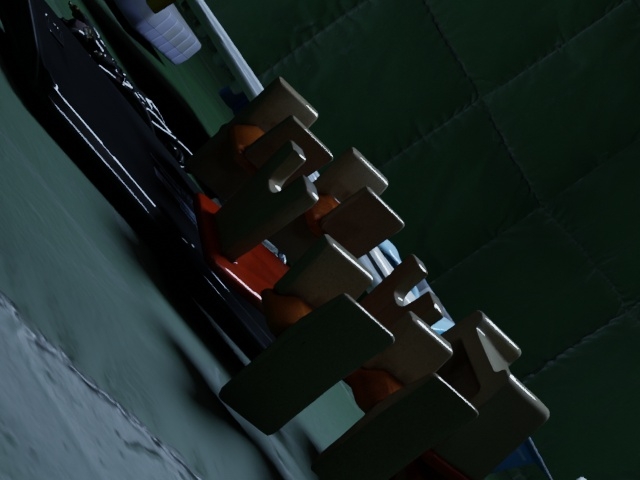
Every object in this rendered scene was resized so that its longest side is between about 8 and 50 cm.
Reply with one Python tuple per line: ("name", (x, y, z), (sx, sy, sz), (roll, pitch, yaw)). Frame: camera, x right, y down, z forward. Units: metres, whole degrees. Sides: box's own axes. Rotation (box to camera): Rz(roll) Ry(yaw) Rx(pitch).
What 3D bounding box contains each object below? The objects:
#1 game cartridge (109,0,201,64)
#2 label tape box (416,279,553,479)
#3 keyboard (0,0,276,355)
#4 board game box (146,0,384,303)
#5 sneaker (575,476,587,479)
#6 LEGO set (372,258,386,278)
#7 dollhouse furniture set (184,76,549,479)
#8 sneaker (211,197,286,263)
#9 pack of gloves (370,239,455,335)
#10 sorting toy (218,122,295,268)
("game cartridge", (-0.285, -0.386, 1.742), (0.355, 0.068, 0.230), (55, -1, 8))
("label tape box", (0.194, 0.215, 2.053), (0.241, 0.106, 0.334), (59, 0, -29))
("keyboard", (-0.112, -0.044, 0.929), (0.317, 0.033, 0.201), (54, 9, -39))
("board game box", (-0.047, -0.090, 1.508), (0.390, 0.050, 0.390), (58, 2, 23))
("sneaker", (0.303, 0.376, 1.573), (0.292, 0.169, 0.108), (54, 1, -46))
("LEGO set", (0.073, 0.133, 1.668), (0.182, 0.060, 0.244), (0, 53, -55))
("dollhouse furniture set", (0.013, 0.064, 0.883), (0.259, 0.135, 0.262), (42, 17, -29))
("sneaker", (-0.046, 0.005, 1.163), (0.135, 0.058, 0.052), (53, 4, -47))
("pack of gloves", (0.134, 0.076, 1.704), (0.232, 0.046, 0.195), (57, 7, -9))
("sorting toy", (-0.057, -0.016, 1.499), (0.208, 0.038, 0.193), (59, 2, -16))
